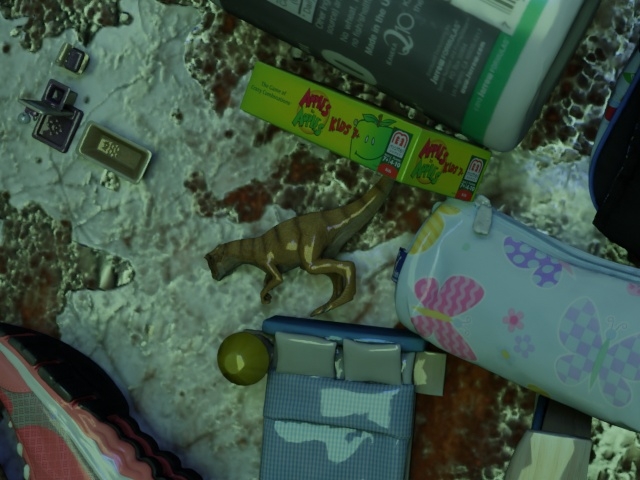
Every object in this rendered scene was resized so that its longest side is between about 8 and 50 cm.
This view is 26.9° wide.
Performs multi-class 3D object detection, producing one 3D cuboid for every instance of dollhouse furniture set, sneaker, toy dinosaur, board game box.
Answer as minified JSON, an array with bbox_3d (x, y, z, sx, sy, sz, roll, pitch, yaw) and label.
[{"bbox_3d":[0.045,0.223,1.040,0.303,0.198,0.287,8,95,12],"label":"dollhouse furniture set"},{"bbox_3d":[-0.205,0.199,1.116,0.314,0.116,0.136,44,95,16],"label":"sneaker"},{"bbox_3d":[0.000,0.000,1.105,0.211,0.064,0.112,-24,87,12],"label":"toy dinosaur"},{"bbox_3d":[-0.195,-0.104,1.130,0.114,0.081,0.091,28,99,9],"label":"dollhouse furniture set"},{"bbox_3d":[0.032,-0.085,1.037,0.181,0.092,0.043,28,101,40],"label":"board game box"}]

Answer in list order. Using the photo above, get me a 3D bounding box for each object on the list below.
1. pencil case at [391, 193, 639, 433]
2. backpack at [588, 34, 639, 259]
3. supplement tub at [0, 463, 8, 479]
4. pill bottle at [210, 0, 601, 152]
[{"bbox_3d":[0.190,0.058,1.000,0.273,0.113,0.124,24,100,32],"label":"pencil case"},{"bbox_3d":[0.320,-0.081,0.941,0.276,0.213,0.263,34,138,6],"label":"backpack"},{"bbox_3d":[-0.362,0.256,1.115,0.228,0.228,0.316,-27,88,12],"label":"supplement tub"},{"bbox_3d":[0.031,-0.234,1.012,0.361,0.204,0.204,29,99,9],"label":"pill bottle"}]
